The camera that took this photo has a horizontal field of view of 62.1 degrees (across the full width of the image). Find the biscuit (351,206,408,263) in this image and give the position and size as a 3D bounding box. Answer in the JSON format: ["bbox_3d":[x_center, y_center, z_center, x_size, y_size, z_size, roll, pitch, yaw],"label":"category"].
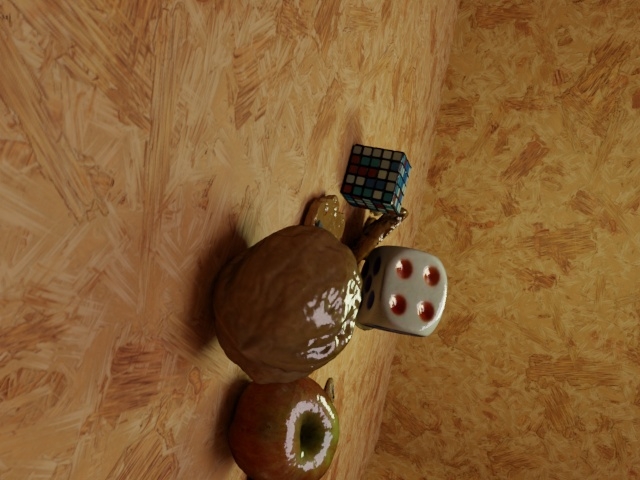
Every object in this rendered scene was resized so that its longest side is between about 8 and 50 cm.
[{"bbox_3d":[0.208,-0.028,1.997,0.289,0.081,0.334,-46,178,14],"label":"biscuit"}]

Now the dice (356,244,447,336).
[{"bbox_3d":[0.301,0.197,2.040,0.304,0.276,0.305,156,-52,-72],"label":"dice"}]

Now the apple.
[{"bbox_3d":[-0.102,0.466,1.320,0.277,0.250,0.309,-40,120,-39],"label":"apple"}]

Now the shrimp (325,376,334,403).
[{"bbox_3d":[0.036,0.636,2.187,0.095,0.045,0.163,-89,179,-67],"label":"shrimp"}]

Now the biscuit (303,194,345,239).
[{"bbox_3d":[-0.004,-0.001,1.565,0.376,0.051,0.270,-45,141,-59],"label":"biscuit"}]

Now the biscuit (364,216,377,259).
[{"bbox_3d":[0.203,-0.008,2.248,0.188,0.027,0.188,13,90,-71],"label":"biscuit"}]

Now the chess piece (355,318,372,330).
[{"bbox_3d":[0.211,0.332,2.400,0.301,0.137,0.137,63,41,-83],"label":"chess piece"}]

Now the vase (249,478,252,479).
[{"bbox_3d":[-0.164,0.633,1.506,0.060,0.059,0.212,8,93,-73],"label":"vase"}]

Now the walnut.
[{"bbox_3d":[-0.069,0.132,1.085,0.344,0.306,0.306,-39,139,-53],"label":"walnut"}]

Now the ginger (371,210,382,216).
[{"bbox_3d":[0.241,-0.156,2.192,0.096,0.067,0.165,-54,160,-3],"label":"ginger"}]

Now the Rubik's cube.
[{"bbox_3d":[0.192,-0.204,1.815,0.184,0.187,0.182,30,74,-69],"label":"Rubik's cube"}]

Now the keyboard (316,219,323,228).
[{"bbox_3d":[0.008,0.012,1.511,0.176,0.014,0.055,68,36,-57],"label":"keyboard"}]
